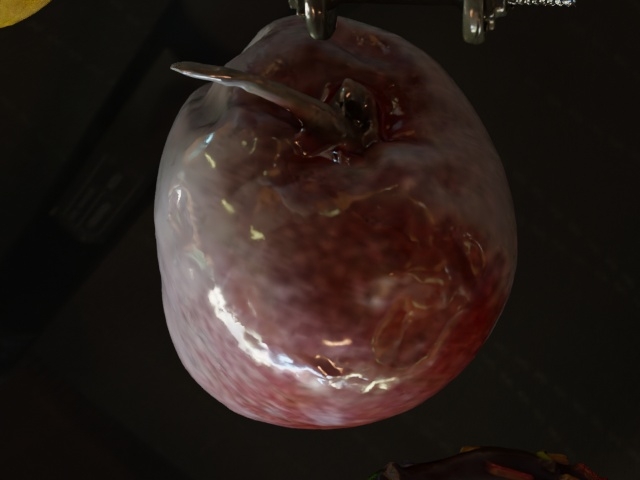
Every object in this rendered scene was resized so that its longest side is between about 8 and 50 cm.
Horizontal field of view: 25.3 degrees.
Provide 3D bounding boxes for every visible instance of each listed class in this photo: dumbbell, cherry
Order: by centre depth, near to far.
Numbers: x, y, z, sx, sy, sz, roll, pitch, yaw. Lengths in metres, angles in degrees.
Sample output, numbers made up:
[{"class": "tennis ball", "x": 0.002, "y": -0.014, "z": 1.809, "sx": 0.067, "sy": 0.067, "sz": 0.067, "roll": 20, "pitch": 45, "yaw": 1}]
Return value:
[{"class": "dumbbell", "x": 0.056, "y": -0.183, "z": 1.025, "sx": 0.253, "sy": 0.081, "sz": 0.082, "roll": 3, "pitch": 108, "yaw": 8}, {"class": "cherry", "x": -0.003, "y": -0.012, "z": 1.147, "sx": 0.291, "sy": 0.335, "sz": 0.326, "roll": -5, "pitch": 80, "yaw": -20}]

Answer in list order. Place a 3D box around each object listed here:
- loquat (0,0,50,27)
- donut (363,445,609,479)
[{"class": "loquat", "x": -0.343, "y": -0.302, "z": 1.281, "sx": 0.274, "sy": 0.275, "sz": 0.275, "roll": 4, "pitch": 108, "yaw": 13}, {"class": "donut", "x": 0.062, "y": 0.187, "z": 0.511, "sx": 0.230, "sy": 0.096, "sz": 0.216, "roll": -43, "pitch": 114, "yaw": -14}]
